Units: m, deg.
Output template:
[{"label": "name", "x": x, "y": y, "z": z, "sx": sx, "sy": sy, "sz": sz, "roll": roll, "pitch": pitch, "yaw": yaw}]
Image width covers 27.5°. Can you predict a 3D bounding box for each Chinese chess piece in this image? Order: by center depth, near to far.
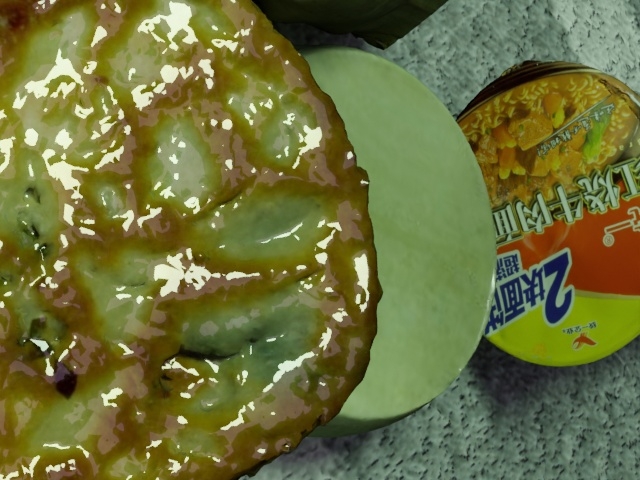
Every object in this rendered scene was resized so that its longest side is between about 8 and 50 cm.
[{"label": "Chinese chess piece", "x": 0.000, "y": 0.000, "z": 0.836, "sx": 0.250, "sy": 0.101, "sz": 0.250, "roll": 9, "pitch": 76, "yaw": -38}]

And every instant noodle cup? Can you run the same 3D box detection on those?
[{"label": "instant noodle cup", "x": 0.212, "y": -0.022, "z": 0.958, "sx": 0.174, "sy": 0.213, "sz": 0.213, "roll": -5, "pitch": 84, "yaw": -48}]

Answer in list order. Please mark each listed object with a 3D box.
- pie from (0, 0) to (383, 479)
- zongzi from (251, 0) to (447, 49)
[{"label": "pie", "x": -0.104, "y": 0.008, "z": 0.659, "sx": 0.315, "sy": 0.092, "sz": 0.315, "roll": 2, "pitch": 85, "yaw": -28}, {"label": "zongzi", "x": -0.038, "y": -0.246, "z": 0.772, "sx": 0.274, "sy": 0.125, "sz": 0.251, "roll": 54, "pitch": 16, "yaw": 6}]
